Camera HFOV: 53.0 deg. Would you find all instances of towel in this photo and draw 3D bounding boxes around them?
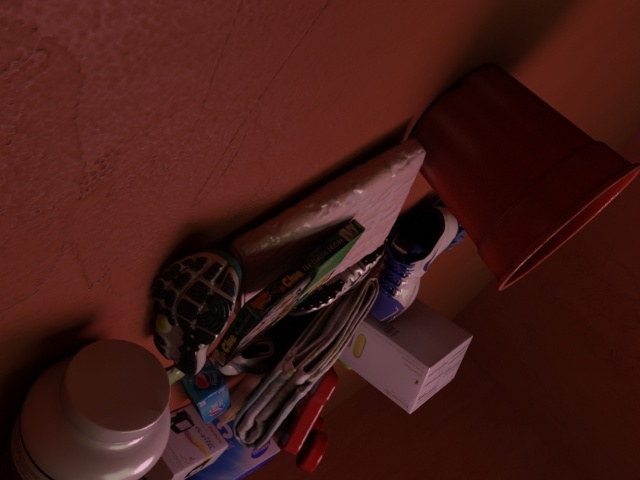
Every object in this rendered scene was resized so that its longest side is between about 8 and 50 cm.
[{"bbox_3d":[0.000,0.000,1.031,0.331,0.053,0.317,-33,162,-21],"label":"towel"},{"bbox_3d":[-0.033,0.254,1.362,0.320,0.090,0.374,-48,176,-41],"label":"towel"}]

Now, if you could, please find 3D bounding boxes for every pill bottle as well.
[{"bbox_3d":[-0.312,0.270,0.841,0.181,0.181,0.323,-18,153,-50],"label":"pill bottle"}]

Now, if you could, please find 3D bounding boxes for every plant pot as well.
[{"bbox_3d":[0.293,-0.110,1.000,0.272,0.265,0.272,-35,161,-13],"label":"plant pot"}]

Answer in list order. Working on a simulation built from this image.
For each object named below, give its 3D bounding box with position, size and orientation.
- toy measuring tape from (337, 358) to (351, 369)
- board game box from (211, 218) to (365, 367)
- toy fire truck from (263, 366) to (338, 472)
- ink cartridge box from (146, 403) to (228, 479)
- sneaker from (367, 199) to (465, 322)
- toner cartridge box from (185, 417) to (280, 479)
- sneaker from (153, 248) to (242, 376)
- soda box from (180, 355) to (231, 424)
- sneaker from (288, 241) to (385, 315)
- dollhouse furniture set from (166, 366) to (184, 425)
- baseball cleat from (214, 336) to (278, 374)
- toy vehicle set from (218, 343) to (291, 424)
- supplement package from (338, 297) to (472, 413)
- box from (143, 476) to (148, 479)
[{"bbox_3d":[0.107,0.295,1.859,0.121,0.121,0.330,-44,179,14],"label":"toy measuring tape"},{"bbox_3d":[-0.040,0.069,0.909,0.259,0.030,0.136,-37,165,-47],"label":"board game box"},{"bbox_3d":[-0.042,0.404,1.603,0.254,0.169,0.302,-59,-174,0],"label":"toy fire truck"},{"bbox_3d":[-0.300,0.432,1.357,0.072,0.127,0.175,-50,161,24],"label":"ink cartridge box"},{"bbox_3d":[0.177,0.034,1.389,0.316,0.127,0.182,-54,155,20],"label":"sneaker"},{"bbox_3d":[-0.264,0.560,1.687,0.075,0.165,0.347,-47,162,22],"label":"toner cartridge box"},{"bbox_3d":[-0.162,0.083,0.876,0.110,0.107,0.275,-51,177,-37],"label":"sneaker"},{"bbox_3d":[-0.227,0.302,1.278,0.067,0.071,0.210,-32,161,-19],"label":"soda box"},{"bbox_3d":[0.027,0.079,1.235,0.234,0.078,0.106,-36,160,-18],"label":"sneaker"},{"bbox_3d":[-0.278,0.287,1.157,0.076,0.059,0.152,-21,155,-47],"label":"dollhouse furniture set"},{"bbox_3d":[-0.120,0.231,1.291,0.109,0.072,0.206,-25,170,25],"label":"baseball cleat"},{"bbox_3d":[-0.150,0.364,1.648,0.166,0.035,0.267,-21,155,-47],"label":"toy vehicle set"},{"bbox_3d":[0.187,0.245,1.539,0.204,0.261,0.145,-22,136,-46],"label":"supplement package"},{"bbox_3d":[-0.475,0.668,1.748,0.137,0.027,0.094,-47,160,24],"label":"box"}]
